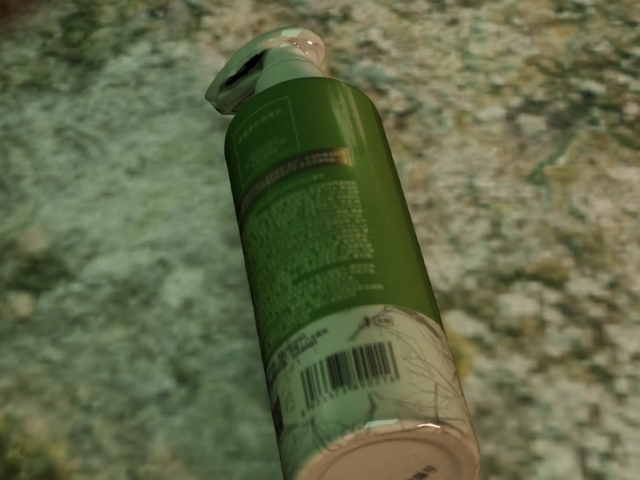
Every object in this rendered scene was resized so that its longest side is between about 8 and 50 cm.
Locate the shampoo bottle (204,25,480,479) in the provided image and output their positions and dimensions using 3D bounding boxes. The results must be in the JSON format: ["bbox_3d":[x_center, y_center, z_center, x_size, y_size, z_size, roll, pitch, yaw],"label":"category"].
[{"bbox_3d":[0.000,0.000,0.470,0.065,0.065,0.204,-9,47,-4],"label":"shampoo bottle"}]
